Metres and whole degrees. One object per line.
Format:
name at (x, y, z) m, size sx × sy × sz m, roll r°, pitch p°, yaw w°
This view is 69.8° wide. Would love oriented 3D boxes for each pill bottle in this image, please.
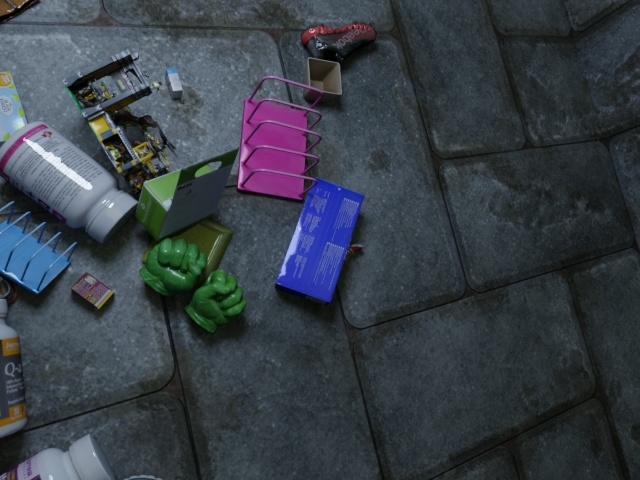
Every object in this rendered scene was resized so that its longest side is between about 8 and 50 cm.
pill bottle at (-0.590, -0.131, 1.088) m, size 0.283 × 0.160 × 0.160 m, roll 40°, pitch 67°, yaw -12°
pill bottle at (-0.714, 0.269, 0.951) m, size 0.162 × 0.162 × 0.278 m, roll -7°, pitch 83°, yaw -25°
pill bottle at (-0.597, 0.543, 0.944) m, size 0.301 × 0.169 × 0.169 m, roll -29°, pitch 92°, yaw -26°

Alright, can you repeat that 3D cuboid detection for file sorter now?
file sorter at (-0.110, -0.290, 1.323) m, size 0.202 × 0.182 × 0.291 m, roll 8°, pitch 76°, yaw -23°
file sorter at (-0.664, 0.012, 1.034) m, size 0.170 × 0.104 × 0.118 m, roll 37°, pitch 36°, yaw -13°

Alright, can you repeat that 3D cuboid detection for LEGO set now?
LEGO set at (-0.451, -0.297, 1.135) m, size 0.192 × 0.255 × 0.331 m, roll -31°, pitch 85°, yaw -10°

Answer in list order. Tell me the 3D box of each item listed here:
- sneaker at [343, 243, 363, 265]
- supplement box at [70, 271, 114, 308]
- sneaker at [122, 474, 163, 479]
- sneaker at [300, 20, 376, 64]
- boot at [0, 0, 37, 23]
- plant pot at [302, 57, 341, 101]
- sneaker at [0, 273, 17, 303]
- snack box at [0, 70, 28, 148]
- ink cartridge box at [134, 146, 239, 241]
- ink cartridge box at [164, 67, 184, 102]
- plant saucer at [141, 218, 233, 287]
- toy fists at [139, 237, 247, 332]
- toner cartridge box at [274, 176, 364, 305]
sneaker at (0.082, 0.048, 1.418) m, size 0.118 × 0.042 × 0.067 m, roll -9°, pitch 79°, yaw -18°
supplement box at (-0.555, 0.123, 1.118) m, size 0.083 × 0.043 × 0.055 m, roll 42°, pitch 66°, yaw -12°
sneaker at (-0.357, 0.642, 1.065) m, size 0.275 × 0.110 × 0.107 m, roll 38°, pitch 67°, yaw -12°
sneaker at (0.073, -0.646, 1.525) m, size 0.276 × 0.097 × 0.135 m, roll -16°, pitch 86°, yaw -24°
boot at (-0.824, -0.719, 1.140) m, size 0.280 × 0.096 × 0.264 m, roll 41°, pitch 66°, yaw -12°
plant pot at (-0.005, -0.499, 1.460) m, size 0.109 × 0.096 × 0.109 m, roll 1°, pitch 78°, yaw -24°
sneaker at (-0.738, 0.067, 1.035) m, size 0.061 × 0.065 × 0.158 m, roll -32°, pitch 94°, yaw -26°
snack box at (-0.811, -0.291, 1.073) m, size 0.207 × 0.070 × 0.174 m, roll -19°, pitch 87°, yaw -28°
ink cartridge box at (-0.322, -0.138, 1.110) m, size 0.097 × 0.255 × 0.189 m, roll 45°, pitch 43°, yaw 10°
ink cartridge box at (-0.411, -0.434, 1.291) m, size 0.028 × 0.048 × 0.083 m, roll -17°, pitch 86°, yaw -26°
plant saucer at (-0.348, 0.011, 1.232) m, size 0.188 × 0.045 × 0.188 m, roll 27°, pitch 70°, yaw -17°
toy fists at (-0.312, 0.110, 1.162) m, size 0.279 × 0.096 × 0.142 m, roll 44°, pitch 91°, yaw -17°
toner cartridge box at (0.000, 0.000, 1.353) m, size 0.165 × 0.075 × 0.348 m, roll 21°, pitch 71°, yaw -4°
